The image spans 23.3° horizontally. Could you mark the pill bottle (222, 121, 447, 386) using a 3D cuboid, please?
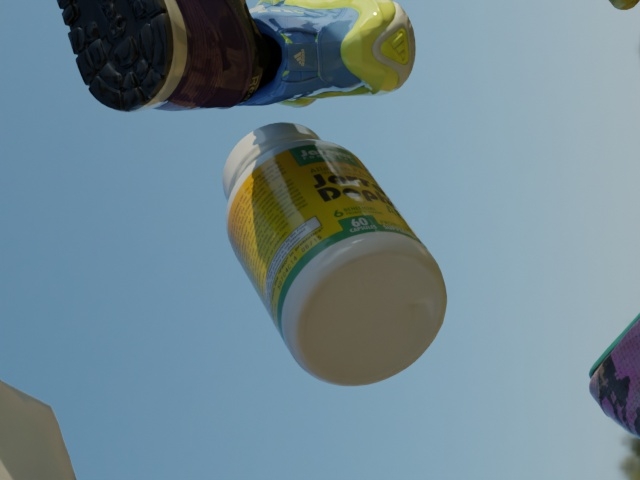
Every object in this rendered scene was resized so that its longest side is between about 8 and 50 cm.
[{"bbox_3d":[0.000,0.000,1.104,0.208,0.117,0.118,-123,18,-54],"label":"pill bottle"}]

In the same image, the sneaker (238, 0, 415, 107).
[{"bbox_3d":[-0.040,-0.139,1.113,0.126,0.240,0.091,-8,-85,-29],"label":"sneaker"}]

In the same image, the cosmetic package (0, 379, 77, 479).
[{"bbox_3d":[-0.426,0.273,1.204,0.230,0.453,0.161,40,-161,-54],"label":"cosmetic package"}]

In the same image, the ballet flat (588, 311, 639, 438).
[{"bbox_3d":[0.245,0.033,0.948,0.077,0.079,0.221,5,-57,-44],"label":"ballet flat"}]

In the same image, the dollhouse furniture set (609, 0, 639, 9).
[{"bbox_3d":[0.377,-0.204,1.089,0.303,0.286,0.198,130,152,-55],"label":"dollhouse furniture set"}]

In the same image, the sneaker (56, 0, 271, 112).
[{"bbox_3d":[-0.117,-0.211,1.010,0.124,0.107,0.283,-3,-108,-49],"label":"sneaker"}]
